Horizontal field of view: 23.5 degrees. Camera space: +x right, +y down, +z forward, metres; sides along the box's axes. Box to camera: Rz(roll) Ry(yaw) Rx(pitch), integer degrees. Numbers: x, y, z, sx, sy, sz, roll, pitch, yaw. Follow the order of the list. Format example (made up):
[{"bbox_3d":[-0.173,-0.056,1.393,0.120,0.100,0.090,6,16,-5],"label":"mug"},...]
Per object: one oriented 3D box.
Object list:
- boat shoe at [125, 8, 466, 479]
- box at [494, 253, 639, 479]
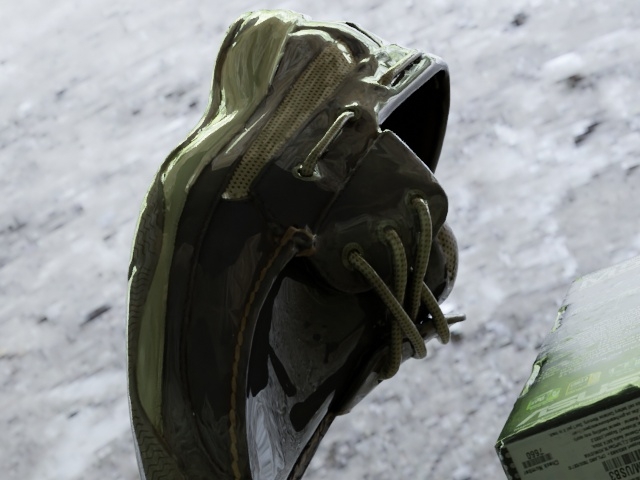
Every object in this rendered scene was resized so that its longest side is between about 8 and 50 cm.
[{"bbox_3d":[0.000,0.000,0.711,0.130,0.132,0.355,-1,42,11],"label":"boat shoe"},{"bbox_3d":[0.162,0.021,0.494,0.190,0.045,0.184,-23,4,20],"label":"box"}]
